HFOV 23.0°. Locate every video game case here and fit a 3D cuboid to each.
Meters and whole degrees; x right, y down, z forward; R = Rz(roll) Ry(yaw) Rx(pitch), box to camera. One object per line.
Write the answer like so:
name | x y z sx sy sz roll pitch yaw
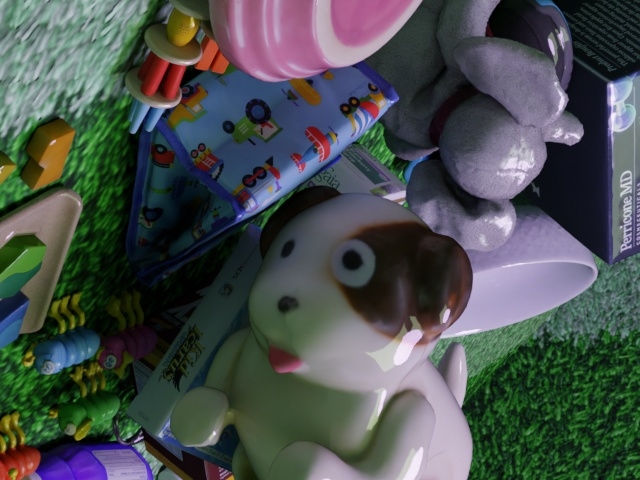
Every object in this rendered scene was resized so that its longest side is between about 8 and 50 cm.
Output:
video game case | -0.056 0.141 1.755 0.244 0.061 0.269 -58 142 -3

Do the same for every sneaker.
sneaker | 0.212 -0.173 2.006 0.140 0.125 0.340 -27 152 -35

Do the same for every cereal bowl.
cereal bowl | 0.240 0.031 2.396 0.339 0.141 0.339 -11 160 -4

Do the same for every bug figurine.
bug figurine | -0.274 0.166 1.706 0.216 0.072 0.279 -25 152 -50

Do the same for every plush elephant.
plush elephant | 0.172 -0.152 1.733 0.330 0.255 0.272 -28 155 -45

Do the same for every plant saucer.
plant saucer | 0.037 -0.275 1.328 0.332 0.084 0.332 -49 159 -26

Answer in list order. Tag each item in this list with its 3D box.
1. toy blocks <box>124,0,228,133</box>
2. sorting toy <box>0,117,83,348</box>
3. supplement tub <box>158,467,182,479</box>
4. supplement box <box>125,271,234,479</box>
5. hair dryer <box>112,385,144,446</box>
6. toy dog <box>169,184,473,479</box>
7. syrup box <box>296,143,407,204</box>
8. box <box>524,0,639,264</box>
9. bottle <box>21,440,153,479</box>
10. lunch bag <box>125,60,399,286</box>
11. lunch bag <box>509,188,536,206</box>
toy blocks | -0.112 -0.163 1.382 0.123 0.054 0.148 -25 153 -49
sorting toy | -0.305 0.036 1.393 0.229 0.041 0.307 -30 157 -42
supplement tub | -0.179 0.343 2.325 0.107 0.071 0.071 -31 157 -38
supplement box | -0.108 0.162 1.866 0.191 0.129 0.194 -32 135 -30
hair dryer | -0.152 0.186 2.061 0.223 0.080 0.293 -43 150 4
toy dog | 0.042 0.149 1.589 0.395 0.285 0.407 -28 132 -30
syrup box | 0.000 0.000 1.942 0.096 0.093 0.237 -17 146 -58
box | 0.487 -0.199 2.120 0.396 0.212 0.293 -23 129 -17
bottle | -0.304 0.300 1.899 0.118 0.092 0.283 -47 163 7
lunch bag | -0.085 -0.072 1.583 0.221 0.138 0.293 -39 174 -28
lunch bag | 0.391 -0.155 2.407 0.223 0.160 0.262 -46 159 -12
